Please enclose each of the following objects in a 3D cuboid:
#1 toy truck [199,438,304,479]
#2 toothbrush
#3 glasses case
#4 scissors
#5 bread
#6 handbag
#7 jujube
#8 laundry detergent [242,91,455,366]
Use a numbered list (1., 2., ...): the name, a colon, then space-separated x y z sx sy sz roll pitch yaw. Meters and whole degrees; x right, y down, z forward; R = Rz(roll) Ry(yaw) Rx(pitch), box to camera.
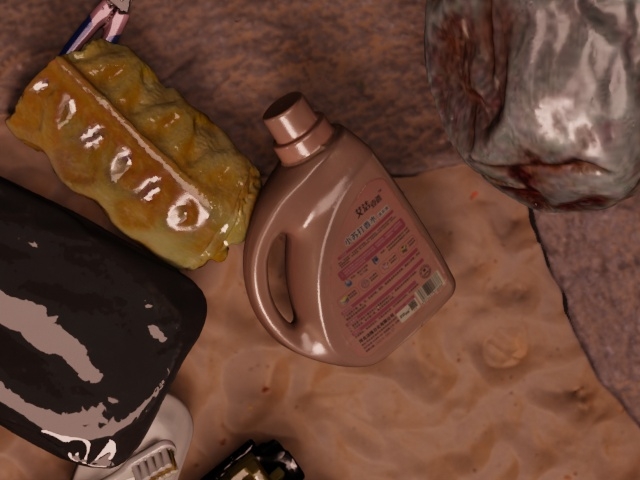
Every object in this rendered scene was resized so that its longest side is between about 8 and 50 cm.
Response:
1. toy truck: -0.017 0.309 1.414 0.127 0.127 0.257 -37 104 -8
2. toothbrush: -0.270 0.265 1.369 0.342 0.030 0.025 -29 138 7
3. glasses case: -0.184 0.240 1.405 0.092 0.059 0.233 19 89 -7
4. scissors: -0.195 -0.183 1.393 0.039 0.012 0.113 32 88 -12
5. bread: -0.153 -0.071 1.375 0.232 0.088 0.128 40 96 -12
6. handbag: -0.275 0.049 1.354 0.332 0.075 0.191 29 78 -4
7. jujube: 0.213 -0.173 1.357 0.215 0.246 0.308 -6 103 -31
8. laundry detergent: 0.000 0.000 1.385 0.171 0.076 0.237 -42 115 -15
